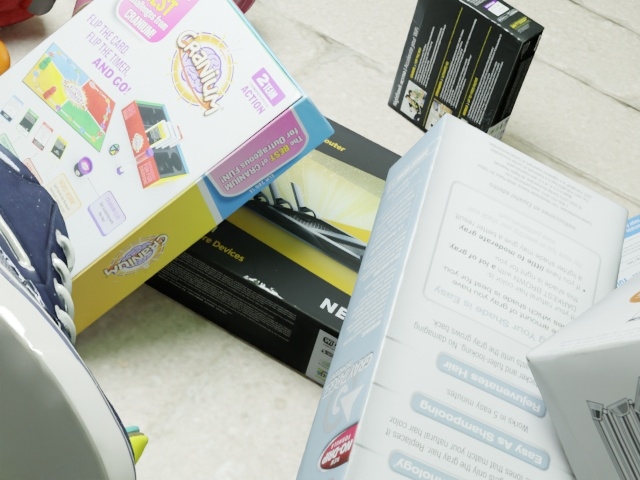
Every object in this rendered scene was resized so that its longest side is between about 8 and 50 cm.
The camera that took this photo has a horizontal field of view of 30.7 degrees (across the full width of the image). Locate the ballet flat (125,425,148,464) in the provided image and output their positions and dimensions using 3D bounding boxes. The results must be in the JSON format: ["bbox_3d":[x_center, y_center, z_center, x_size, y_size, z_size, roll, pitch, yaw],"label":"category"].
[{"bbox_3d":[-0.226,0.204,0.840,0.231,0.077,0.077,-15,73,-25],"label":"ballet flat"}]

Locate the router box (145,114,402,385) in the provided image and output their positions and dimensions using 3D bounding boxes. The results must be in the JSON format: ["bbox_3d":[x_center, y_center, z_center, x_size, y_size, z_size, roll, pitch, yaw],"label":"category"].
[{"bbox_3d":[0.000,0.000,1.093,0.309,0.081,0.243,28,46,11],"label":"router box"}]

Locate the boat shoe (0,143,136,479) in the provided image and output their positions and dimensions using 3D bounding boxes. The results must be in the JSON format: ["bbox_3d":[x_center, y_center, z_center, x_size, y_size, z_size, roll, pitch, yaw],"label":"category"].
[{"bbox_3d":[-0.216,0.047,0.846,0.340,0.127,0.158,50,32,10],"label":"boat shoe"}]

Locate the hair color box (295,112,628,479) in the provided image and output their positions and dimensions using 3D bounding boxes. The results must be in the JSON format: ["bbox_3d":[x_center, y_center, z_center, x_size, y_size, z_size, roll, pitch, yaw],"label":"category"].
[{"bbox_3d":[0.110,0.107,0.903,0.185,0.113,0.374,26,58,-13],"label":"hair color box"}]

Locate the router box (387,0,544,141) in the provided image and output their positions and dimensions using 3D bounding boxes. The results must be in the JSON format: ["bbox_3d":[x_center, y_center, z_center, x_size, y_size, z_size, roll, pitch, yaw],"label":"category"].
[{"bbox_3d":[0.152,-0.185,1.254,0.133,0.179,0.046,39,50,21],"label":"router box"}]

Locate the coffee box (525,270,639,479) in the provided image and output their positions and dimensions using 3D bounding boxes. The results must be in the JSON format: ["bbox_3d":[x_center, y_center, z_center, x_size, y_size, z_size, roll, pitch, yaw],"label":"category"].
[{"bbox_3d":[0.418,0.139,0.810,0.334,0.337,0.338,-28,96,-37],"label":"coffee box"}]

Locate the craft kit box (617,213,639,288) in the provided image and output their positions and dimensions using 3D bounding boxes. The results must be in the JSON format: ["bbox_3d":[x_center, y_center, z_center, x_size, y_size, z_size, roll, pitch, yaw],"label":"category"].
[{"bbox_3d":[0.332,0.094,1.078,0.250,0.061,0.246,-20,62,-25],"label":"craft kit box"}]

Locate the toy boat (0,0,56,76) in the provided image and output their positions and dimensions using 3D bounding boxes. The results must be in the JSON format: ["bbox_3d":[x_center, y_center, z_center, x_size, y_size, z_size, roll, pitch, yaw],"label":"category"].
[{"bbox_3d":[-0.364,-0.223,1.186,0.231,0.151,0.151,-18,83,-31],"label":"toy boat"}]

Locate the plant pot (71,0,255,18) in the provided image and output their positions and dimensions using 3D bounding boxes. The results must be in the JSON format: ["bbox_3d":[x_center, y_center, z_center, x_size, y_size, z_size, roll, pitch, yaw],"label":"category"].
[{"bbox_3d":[-0.171,-0.274,1.249,0.201,0.201,0.180,19,60,2],"label":"plant pot"}]

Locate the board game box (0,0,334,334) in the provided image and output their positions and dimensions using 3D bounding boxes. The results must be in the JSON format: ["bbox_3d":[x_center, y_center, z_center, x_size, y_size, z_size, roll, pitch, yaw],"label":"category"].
[{"bbox_3d":[-0.180,-0.086,1.004,0.316,0.064,0.242,-37,58,4],"label":"board game box"}]
